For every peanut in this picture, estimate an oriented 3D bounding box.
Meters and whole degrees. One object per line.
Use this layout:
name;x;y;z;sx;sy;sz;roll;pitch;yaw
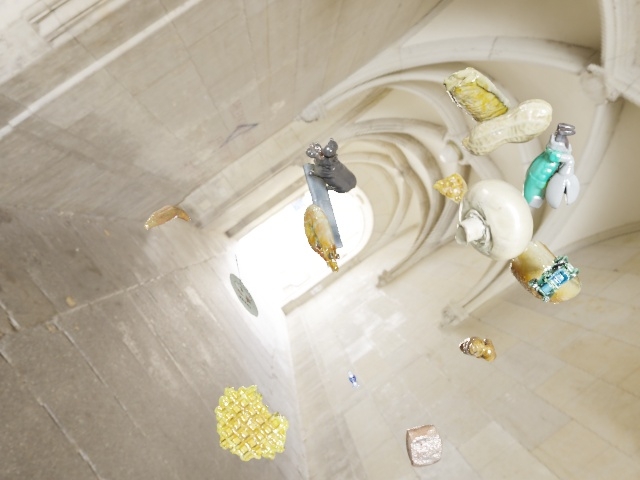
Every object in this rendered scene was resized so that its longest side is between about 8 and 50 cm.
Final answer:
peanut;0.608;-0.362;1.622;0.136;0.298;0.120;46;42;-32

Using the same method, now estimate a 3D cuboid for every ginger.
ginger;0.523;0.351;1.626;0.103;0.073;0.162;17;-9;2

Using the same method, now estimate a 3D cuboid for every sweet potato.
sweet potato;-0.584;-0.096;1.903;0.255;0.058;0.078;-27;109;-67

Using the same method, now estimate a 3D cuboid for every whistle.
whistle;0.125;0.543;1.929;0.029;0.033;0.083;-128;-167;-74

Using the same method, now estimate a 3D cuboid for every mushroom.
mushroom;0.485;-0.050;1.419;0.246;0.202;0.246;56;-19;30

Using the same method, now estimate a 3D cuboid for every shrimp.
shrimp;0.001;0.000;1.729;0.154;0.062;0.294;-65;-143;42

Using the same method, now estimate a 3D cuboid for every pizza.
pizza;0.502;-0.210;1.902;0.131;0.178;0.041;17;-43;10

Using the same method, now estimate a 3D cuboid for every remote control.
remote control;0.010;-0.144;2.091;0.107;0.044;0.377;-3;74;-50

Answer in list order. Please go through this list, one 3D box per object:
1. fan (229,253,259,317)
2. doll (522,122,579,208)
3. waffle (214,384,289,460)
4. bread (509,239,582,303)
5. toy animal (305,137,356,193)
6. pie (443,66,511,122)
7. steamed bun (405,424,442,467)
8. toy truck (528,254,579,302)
fan;-0.278;0.153;1.755;0.191;0.009;0.329;41;-30;33
doll;0.698;-0.201;1.469;0.153;0.195;0.258;20;-22;14
waffle;-0.232;0.619;1.674;0.291;0.291;0.051;55;13;0
bread;0.841;0.143;1.810;0.314;0.171;0.192;24;28;-38
toy animal;0.031;-0.291;1.957;0.168;0.106;0.343;15;-16;26
pie;0.464;-0.414;1.452;0.282;0.128;0.068;14;66;-50
steamed bun;0.423;0.838;2.009;0.106;0.145;0.175;-92;173;-72
toy truck;0.723;0.114;1.516;0.080;0.154;0.078;50;-5;4
